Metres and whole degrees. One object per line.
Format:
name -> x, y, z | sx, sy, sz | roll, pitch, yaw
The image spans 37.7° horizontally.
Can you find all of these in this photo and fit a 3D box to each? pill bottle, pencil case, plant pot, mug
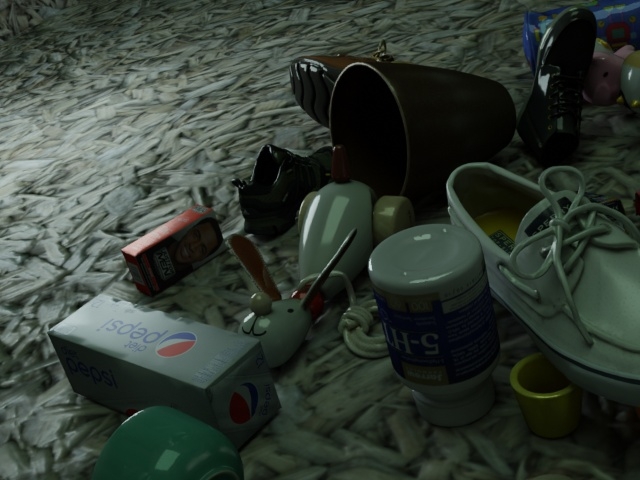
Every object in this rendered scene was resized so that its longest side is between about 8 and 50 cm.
pill bottle -> 0.119, 0.088, 0.932 | 0.112, 0.186, 0.112 | -12, 28, 7
pencil case -> 0.503, -0.363, 1.607 | 0.306, 0.119, 0.133 | -8, 23, 14
plant pot -> 0.165, -0.169, 1.378 | 0.230, 0.215, 0.215 | -14, 25, -26
mug -> -0.134, 0.243, 0.871 | 0.097, 0.157, 0.129 | 16, 18, 35

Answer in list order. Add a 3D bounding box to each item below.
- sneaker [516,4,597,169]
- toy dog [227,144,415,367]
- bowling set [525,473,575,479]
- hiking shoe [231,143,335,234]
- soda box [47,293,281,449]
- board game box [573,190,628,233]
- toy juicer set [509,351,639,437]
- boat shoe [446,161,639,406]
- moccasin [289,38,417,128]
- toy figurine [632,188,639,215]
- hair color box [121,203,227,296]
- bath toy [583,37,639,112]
sneaker -> 0.356, -0.216, 1.346 | 0.083, 0.222, 0.118 | 5, 33, -11
toy dog -> 0.000, 0.000, 1.177 | 0.220, 0.161, 0.333 | -10, 29, 12
bowling set -> 0.192, 0.299, 0.589 | 0.287, 0.200, 0.154 | 27, 37, -9
hiking shoe -> -0.042, -0.103, 1.429 | 0.086, 0.114, 0.227 | 8, 37, 36
soda box -> -0.184, 0.148, 1.075 | 0.286, 0.098, 0.091 | 11, 37, 39
board game box -> 0.264, -0.012, 1.137 | 0.170, 0.048, 0.141 | -17, 9, -3
toy juicer set -> 0.332, 0.071, 0.957 | 0.209, 0.089, 0.329 | 1, 32, 28
boat shoe -> 0.230, 0.007, 0.881 | 0.136, 0.156, 0.367 | -31, 33, -6
moccasin -> 0.094, -0.266, 1.630 | 0.147, 0.139, 0.380 | -30, 28, -36
toy figurine -> 0.549, -0.170, 1.143 | 0.362, 0.217, 0.191 | -26, 30, -16
hair color box -> -0.210, 0.013, 1.355 | 0.141, 0.072, 0.043 | -35, 33, -30
bath toy -> 0.454, -0.231, 1.401 | 0.129, 0.151, 0.348 | -49, 30, 0
